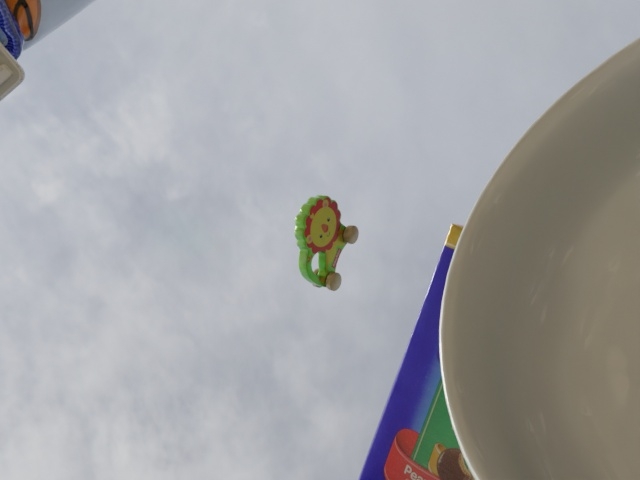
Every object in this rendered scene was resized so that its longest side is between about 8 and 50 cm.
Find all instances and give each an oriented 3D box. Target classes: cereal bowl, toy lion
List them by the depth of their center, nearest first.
[{"bbox_3d":[0.232,0.034,0.336,0.141,0.339,0.339,37,-124,-33],"label":"cereal bowl"},{"bbox_3d":[0.000,0.000,0.846,0.034,0.096,0.100,11,-104,39],"label":"toy lion"}]

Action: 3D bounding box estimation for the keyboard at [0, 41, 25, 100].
[{"bbox_3d":[-0.242,-0.017,0.302,0.256,0.014,0.072,-38,-76,7],"label":"keyboard"}]

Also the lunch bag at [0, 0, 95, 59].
[{"bbox_3d":[-0.284,-0.326,0.464,0.238,0.386,0.328,-13,-150,19],"label":"lunch bag"}]

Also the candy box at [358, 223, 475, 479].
[{"bbox_3d":[0.203,0.177,0.654,0.268,0.122,0.317,24,-82,32],"label":"candy box"}]
